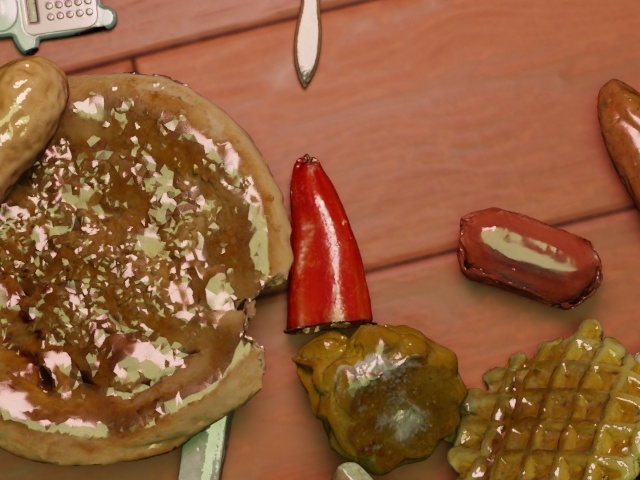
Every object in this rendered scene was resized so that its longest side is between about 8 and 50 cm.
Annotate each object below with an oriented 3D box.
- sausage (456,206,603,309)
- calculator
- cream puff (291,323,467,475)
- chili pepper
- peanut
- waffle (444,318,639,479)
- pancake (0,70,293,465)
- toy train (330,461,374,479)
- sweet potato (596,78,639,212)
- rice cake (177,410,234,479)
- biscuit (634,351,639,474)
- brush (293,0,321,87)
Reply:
[{"bbox_3d":[0.192,0.016,1.661,0.141,0.076,0.076,17,85,0],"label":"sausage"},{"bbox_3d":[-0.263,-0.223,1.681,0.141,0.019,0.094,-9,89,-4],"label":"calculator"},{"bbox_3d":[0.050,0.134,1.630,0.146,0.116,0.146,-10,113,-25],"label":"cream puff"},{"bbox_3d":[-0.003,0.001,1.663,0.088,0.065,0.169,-11,78,22],"label":"chili pepper"},{"bbox_3d":[-0.296,-0.071,1.573,0.099,0.099,0.214,43,79,1],"label":"peanut"},{"bbox_3d":[0.206,0.171,1.599,0.208,0.214,0.054,-37,125,5],"label":"waffle"},{"bbox_3d":[-0.204,0.020,1.628,0.382,0.071,0.382,0,80,1],"label":"pancake"},{"bbox_3d":[0.062,0.344,1.547,0.159,0.129,0.326,-29,63,-35],"label":"toy train"},{"bbox_3d":[0.332,-0.040,1.665,0.097,0.097,0.252,-35,84,-5],"label":"sweet potato"},{"bbox_3d":[-0.110,0.225,1.642,0.045,0.042,0.245,9,85,3],"label":"rice cake"},{"bbox_3d":[0.365,0.140,1.678,0.265,0.040,0.188,-1,88,-3],"label":"biscuit"},{"bbox_3d":[-0.009,-0.242,1.695,0.070,0.021,0.196,4,86,-1],"label":"brush"}]
